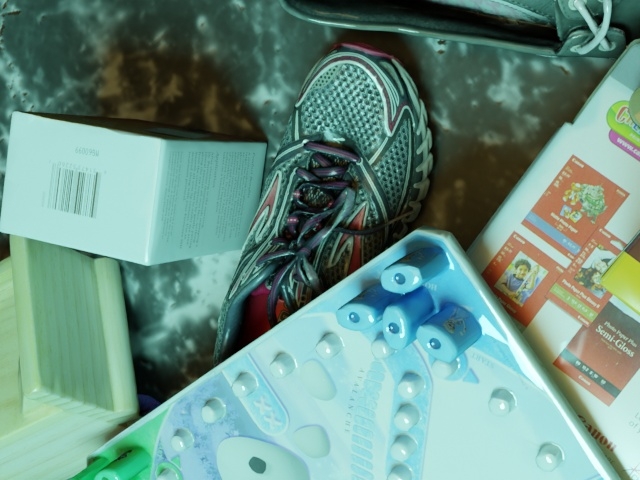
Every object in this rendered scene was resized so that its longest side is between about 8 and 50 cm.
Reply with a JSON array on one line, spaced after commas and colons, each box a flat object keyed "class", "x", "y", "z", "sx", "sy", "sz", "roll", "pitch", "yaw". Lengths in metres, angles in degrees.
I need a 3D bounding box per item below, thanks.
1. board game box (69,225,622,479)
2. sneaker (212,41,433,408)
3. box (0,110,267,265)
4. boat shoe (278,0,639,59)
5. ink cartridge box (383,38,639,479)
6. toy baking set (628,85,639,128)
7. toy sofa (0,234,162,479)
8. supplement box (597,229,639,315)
[{"class": "board game box", "x": 0.038, "y": 0.247, "z": 0.702, "sx": 0.390, "sy": 0.050, "sz": 0.390, "roll": -36, "pitch": 87, "yaw": 34}, {"class": "sneaker", "x": 0.000, "y": 0.000, "z": 0.781, "sx": 0.121, "sy": 0.112, "sz": 0.299, "roll": 17, "pitch": 98, "yaw": 20}, {"class": "box", "x": -0.137, "y": -0.043, "z": 0.799, "sx": 0.130, "sy": 0.170, "sz": 0.091, "roll": 11, "pitch": 98, "yaw": 20}, {"class": "boat shoe", "x": 0.124, "y": -0.167, "z": 0.711, "sx": 0.335, "sy": 0.112, "sz": 0.095, "roll": 16, "pitch": 62, "yaw": 26}, {"class": "ink cartridge box", "x": 0.250, "y": 0.068, "z": 0.675, "sx": 0.309, "sy": 0.130, "sz": 0.272, "roll": 39, "pitch": 101, "yaw": 15}, {"class": "toy baking set", "x": 0.294, "y": -0.066, "z": 0.586, "sx": 0.196, "sy": 0.030, "sz": 0.256, "roll": -29, "pitch": 80, "yaw": 16}, {"class": "toy sofa", "x": -0.321, "y": 0.146, "z": 0.912, "sx": 0.362, "sy": 0.177, "sz": 0.150, "roll": -27, "pitch": 59, "yaw": 21}, {"class": "supplement box", "x": 0.277, "y": 0.003, "z": 0.506, "sx": 0.191, "sy": 0.129, "sz": 0.194, "roll": 40, "pitch": 101, "yaw": 15}]
